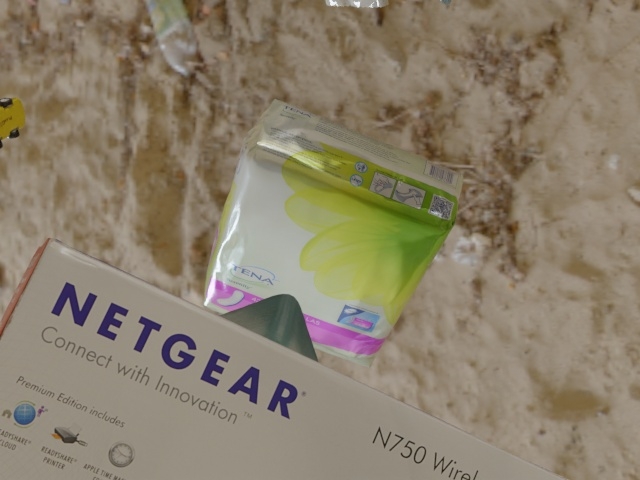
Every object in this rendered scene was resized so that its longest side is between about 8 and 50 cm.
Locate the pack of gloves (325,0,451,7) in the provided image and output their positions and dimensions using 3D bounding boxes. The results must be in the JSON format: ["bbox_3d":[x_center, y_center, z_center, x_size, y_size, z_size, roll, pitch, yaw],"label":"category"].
[{"bbox_3d":[0.065,-0.339,0.935,0.195,0.046,0.232,11,131,37],"label":"pack of gloves"}]

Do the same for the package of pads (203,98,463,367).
[{"bbox_3d":[0.000,0.000,1.085,0.296,0.229,0.101,114,177,-49],"label":"package of pads"}]

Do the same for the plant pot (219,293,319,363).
[{"bbox_3d":[-0.095,0.203,0.740,0.252,0.247,0.247,-139,30,-87],"label":"plant pot"}]

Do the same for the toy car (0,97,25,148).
[{"bbox_3d":[-0.532,-0.121,1.421,0.053,0.239,0.225,8,88,21],"label":"toy car"}]

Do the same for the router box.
[{"bbox_3d":[-0.051,0.205,0.482,0.301,0.335,0.082,-67,16,-11],"label":"router box"}]
